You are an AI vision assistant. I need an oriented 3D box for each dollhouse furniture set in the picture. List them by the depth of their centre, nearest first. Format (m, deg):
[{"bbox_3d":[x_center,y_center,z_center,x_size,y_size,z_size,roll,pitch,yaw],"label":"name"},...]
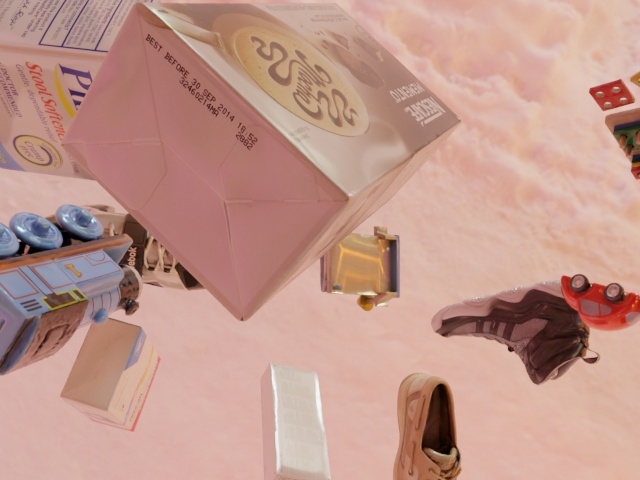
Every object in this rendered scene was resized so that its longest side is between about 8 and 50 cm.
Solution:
[{"bbox_3d":[0.000,0.000,1.427,0.287,0.198,0.303,4,82,-42],"label":"dollhouse furniture set"}]

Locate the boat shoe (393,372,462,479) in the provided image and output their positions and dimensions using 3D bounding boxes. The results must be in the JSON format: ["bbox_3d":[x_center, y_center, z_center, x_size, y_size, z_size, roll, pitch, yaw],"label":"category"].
[{"bbox_3d":[0.221,0.443,1.358,0.122,0.110,0.340,-3,86,-24],"label":"boat shoe"}]

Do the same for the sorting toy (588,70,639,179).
[{"bbox_3d":[0.491,-0.142,0.962,0.274,0.132,0.046,39,58,-35],"label":"sorting toy"}]

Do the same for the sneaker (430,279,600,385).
[{"bbox_3d":[0.304,0.158,1.073,0.101,0.269,0.152,5,71,-51],"label":"sneaker"}]

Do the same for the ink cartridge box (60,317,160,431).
[{"bbox_3d":[-0.324,0.222,1.081,0.078,0.231,0.134,15,66,4],"label":"ink cartridge box"}]

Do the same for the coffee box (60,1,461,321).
[{"bbox_3d":[-0.018,-0.084,0.519,0.168,0.119,0.297,44,29,5],"label":"coffee box"}]

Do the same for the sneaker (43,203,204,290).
[{"bbox_3d":[-0.293,0.016,1.032,0.331,0.146,0.122,7,97,20],"label":"sneaker"}]

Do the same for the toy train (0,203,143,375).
[{"bbox_3d":[-0.213,0.033,0.525,0.105,0.080,0.184,44,18,9],"label":"toy train"}]

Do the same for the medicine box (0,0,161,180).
[{"bbox_3d":[-0.369,-0.228,1.010,0.290,0.263,0.149,8,55,6],"label":"medicine box"}]

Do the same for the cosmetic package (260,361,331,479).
[{"bbox_3d":[-0.049,0.327,1.173,0.099,0.060,0.239,19,33,-19],"label":"cosmetic package"}]

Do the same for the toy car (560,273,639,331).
[{"bbox_3d":[0.368,0.087,0.685,0.239,0.225,0.053,21,84,15],"label":"toy car"}]
